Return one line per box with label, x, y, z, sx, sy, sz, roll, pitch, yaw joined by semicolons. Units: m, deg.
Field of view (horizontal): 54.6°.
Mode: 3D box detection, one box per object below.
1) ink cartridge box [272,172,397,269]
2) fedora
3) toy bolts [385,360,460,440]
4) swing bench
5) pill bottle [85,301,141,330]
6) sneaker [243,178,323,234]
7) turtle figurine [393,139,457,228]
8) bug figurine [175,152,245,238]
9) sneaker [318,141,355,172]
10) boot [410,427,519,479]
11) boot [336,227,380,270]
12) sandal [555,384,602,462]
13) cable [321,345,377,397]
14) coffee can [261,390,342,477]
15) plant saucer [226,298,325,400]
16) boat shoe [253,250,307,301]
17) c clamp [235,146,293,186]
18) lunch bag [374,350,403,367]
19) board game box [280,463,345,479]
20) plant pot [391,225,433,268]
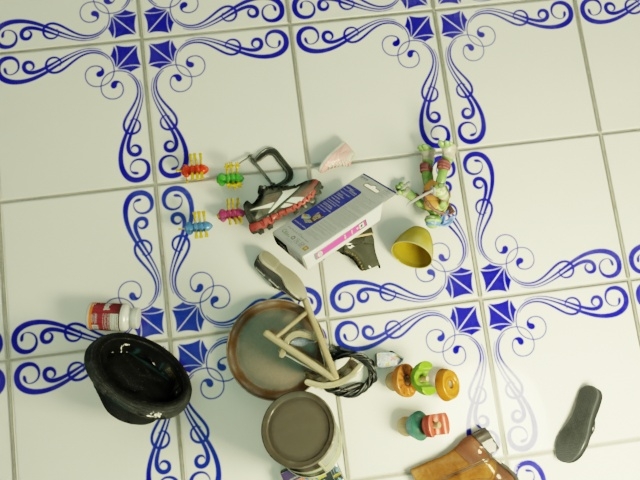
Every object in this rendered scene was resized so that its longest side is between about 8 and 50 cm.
ink cartridge box;0.049;-0.067;1.925;0.370;0.069;0.175;-36;43;-16
fedora;-0.553;0.430;1.824;0.334;0.334;0.153;35;112;2
toy bolts;0.311;0.498;1.914;0.218;0.158;0.229;13;66;-41
swing bench;-0.023;0.314;1.790;0.165;0.253;0.255;-39;85;-7
pill bottle;-0.634;0.235;1.906;0.151;0.086;0.086;3;82;-3
sneaker;-0.125;-0.136;1.965;0.276;0.097;0.135;-31;101;-6
turtle figurine;0.321;-0.187;1.954;0.274;0.198;0.267;13;78;-4
bug figurine;-0.347;-0.137;1.978;0.216;0.072;0.279;-3;77;-9
sneaker;0.057;-0.256;2.023;0.070;0.051;0.134;43;78;9
boot;0.450;0.749;1.878;0.280;0.096;0.264;-30;85;-5
boot;0.094;0.046;1.960;0.197;0.077;0.137;-16;88;-16
sandal;0.815;0.578;1.925;0.054;0.097;0.255;32;82;-25
cable;0.087;0.417;1.932;0.184;0.047;0.151;19;82;0
coffee can;-0.045;0.558;1.766;0.201;0.275;0.202;-3;64;5
plant saucer;-0.136;0.340;1.932;0.310;0.050;0.311;0;81;-3
boat shoe;-0.128;0.122;1.969;0.206;0.075;0.065;45;125;-1
c clamp;-0.173;-0.232;2.027;0.137;0.022;0.161;-43;84;-12
lunch bag;0.214;0.370;1.933;0.083;0.071;0.053;0;78;0
board game box;-0.017;0.730;1.883;0.170;0.048;0.141;-26;85;-6
plant pot;0.302;0.010;1.969;0.134;0.134;0.095;25;58;1
